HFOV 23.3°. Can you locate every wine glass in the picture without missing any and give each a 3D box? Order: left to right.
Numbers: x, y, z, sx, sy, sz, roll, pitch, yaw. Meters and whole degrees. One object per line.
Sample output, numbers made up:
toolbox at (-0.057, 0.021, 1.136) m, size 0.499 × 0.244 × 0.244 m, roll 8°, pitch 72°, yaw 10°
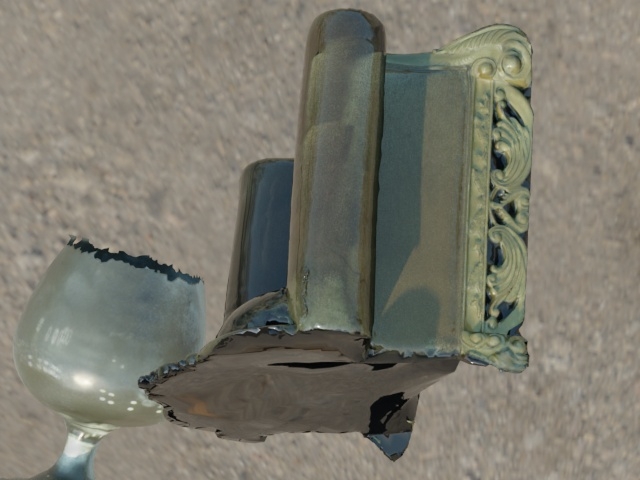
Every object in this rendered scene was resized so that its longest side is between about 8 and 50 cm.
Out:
wine glass at (-0.264, 0.170, 1.840) m, size 0.238 × 0.238 × 0.323 m, roll 18°, pitch 90°, yaw 13°

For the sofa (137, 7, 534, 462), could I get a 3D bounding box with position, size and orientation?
sofa at (0.000, 0.000, 0.875) m, size 0.182 × 0.258 × 0.200 m, roll 10°, pitch 70°, yaw -10°
